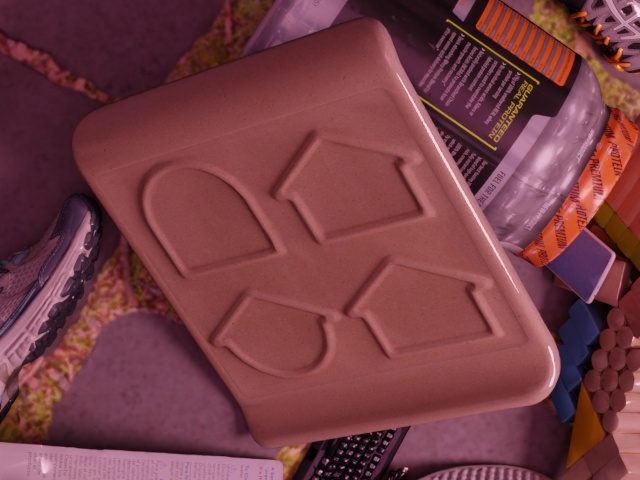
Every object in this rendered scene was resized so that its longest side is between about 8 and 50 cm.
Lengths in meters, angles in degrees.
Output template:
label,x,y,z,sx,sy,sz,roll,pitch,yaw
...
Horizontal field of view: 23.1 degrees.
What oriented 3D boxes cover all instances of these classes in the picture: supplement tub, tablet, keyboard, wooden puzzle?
label,x,y,z,sx,sy,sz,roll,pitch,yaw
supplement tub,0.100,-0.125,1.338,0.316,0.193,0.193,35,91,-4
tablet,0.229,0.013,1.409,0.006,0.083,0.054,7,118,-37
keyboard,0.032,0.219,1.434,0.100,0.038,0.192,28,92,-4
wooden puzzle,0.000,0.000,1.308,0.322,0.080,0.348,-14,115,33

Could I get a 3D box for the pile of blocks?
label,x,y,z,sx,sy,sz,roll,pitch,yaw
pile of blocks,0.294,0.073,1.414,0.112,0.149,0.362,6,102,-36

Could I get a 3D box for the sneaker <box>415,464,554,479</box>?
label,x,y,z,sx,sy,sz,roll,pitch,yaw
sneaker,0.095,0.306,1.425,0.282,0.102,0.161,-13,127,-16

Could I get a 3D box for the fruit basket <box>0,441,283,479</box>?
label,x,y,z,sx,sy,sz,roll,pitch,yaw
fruit basket,-0.189,0.339,1.325,0.353,0.165,0.327,10,77,-41

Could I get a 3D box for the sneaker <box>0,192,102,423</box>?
label,x,y,z,sx,sy,sz,roll,pitch,yaw
sneaker,-0.297,0.068,1.374,0.122,0.110,0.283,34,91,-1

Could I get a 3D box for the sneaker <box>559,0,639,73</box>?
label,x,y,z,sx,sy,sz,roll,pitch,yaw
sneaker,0.274,-0.193,1.400,0.215,0.084,0.083,25,97,-5
